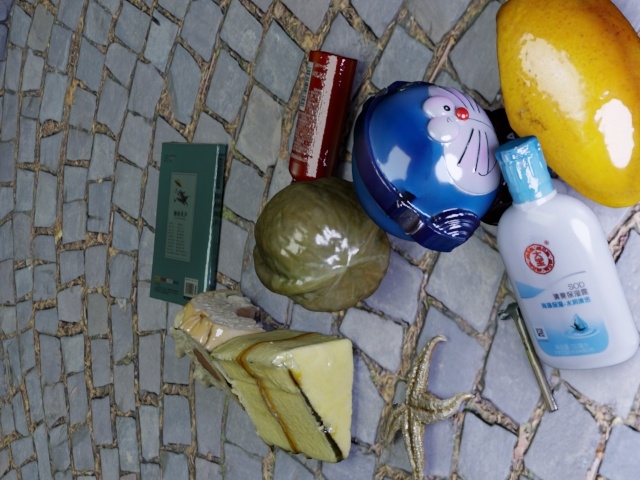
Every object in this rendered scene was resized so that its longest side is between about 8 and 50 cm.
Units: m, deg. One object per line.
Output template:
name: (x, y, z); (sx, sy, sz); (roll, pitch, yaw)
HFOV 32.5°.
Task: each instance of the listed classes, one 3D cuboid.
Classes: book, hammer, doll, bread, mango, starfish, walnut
book: (-0.309, -0.039, 2.515); (0.264, 0.031, 0.379); (10, 95, 52)
hammer: (0.328, 0.176, 1.683); (0.062, 0.017, 0.182); (-42, 57, 43)
doll: (0.190, -0.114, 1.643); (0.240, 0.310, 0.284); (-43, 55, 44)
bread: (-0.074, 0.302, 2.066); (0.263, 0.198, 0.236); (0, 95, 54)
mango: (0.361, -0.207, 1.534); (0.199, 0.201, 0.350); (106, 143, -67)
starfish: (0.175, 0.287, 1.848); (0.138, 0.050, 0.247); (45, 125, 42)
walnut: (0.000, 0.000, 1.954); (0.283, 0.227, 0.283); (-28, 29, 17)
bread: (-0.225, 0.225, 2.240); (0.183, 0.211, 0.224); (29, 105, 42)

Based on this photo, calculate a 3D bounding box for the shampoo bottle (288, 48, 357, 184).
shampoo bottle: (-0.003, -0.204, 2.092); (0.118, 0.076, 0.314); (24, 106, 50)

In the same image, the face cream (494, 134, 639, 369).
face cream: (0.327, 0.018, 1.530); (0.163, 0.080, 0.336); (-9, 108, 43)
